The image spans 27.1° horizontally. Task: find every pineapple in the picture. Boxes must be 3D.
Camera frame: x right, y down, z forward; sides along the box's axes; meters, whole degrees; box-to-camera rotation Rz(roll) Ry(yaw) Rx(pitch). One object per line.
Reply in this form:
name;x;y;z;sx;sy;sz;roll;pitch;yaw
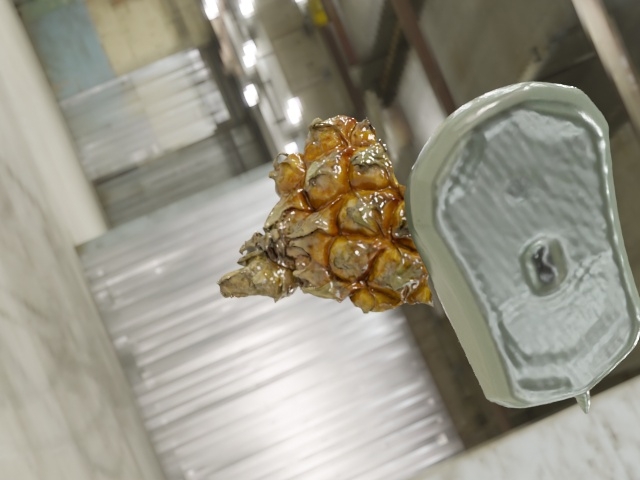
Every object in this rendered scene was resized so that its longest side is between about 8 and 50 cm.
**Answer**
pineapple;0.000;0.000;0.687;0.077;0.114;0.114;34;34;-72

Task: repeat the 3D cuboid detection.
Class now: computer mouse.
computer mouse;0.089;0.004;0.574;0.182;0.089;0.056;65;-2;-34
